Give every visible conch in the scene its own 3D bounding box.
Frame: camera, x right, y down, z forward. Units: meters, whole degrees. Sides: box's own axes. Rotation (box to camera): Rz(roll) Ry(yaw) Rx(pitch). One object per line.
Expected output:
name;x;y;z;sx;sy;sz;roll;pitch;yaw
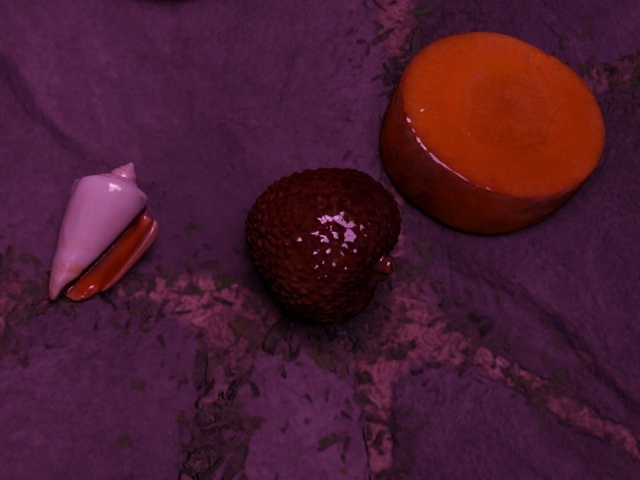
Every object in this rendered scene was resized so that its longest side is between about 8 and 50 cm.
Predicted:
conch;-0.254;-0.008;1.524;0.104;0.094;0.176;35;66;-45

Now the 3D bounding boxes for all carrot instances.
carrot;0.228;-0.142;1.700;0.307;0.100;0.258;-7;72;-24

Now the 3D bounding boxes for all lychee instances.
lychee;0.006;-0.001;1.540;0.194;0.194;0.194;4;71;-13
